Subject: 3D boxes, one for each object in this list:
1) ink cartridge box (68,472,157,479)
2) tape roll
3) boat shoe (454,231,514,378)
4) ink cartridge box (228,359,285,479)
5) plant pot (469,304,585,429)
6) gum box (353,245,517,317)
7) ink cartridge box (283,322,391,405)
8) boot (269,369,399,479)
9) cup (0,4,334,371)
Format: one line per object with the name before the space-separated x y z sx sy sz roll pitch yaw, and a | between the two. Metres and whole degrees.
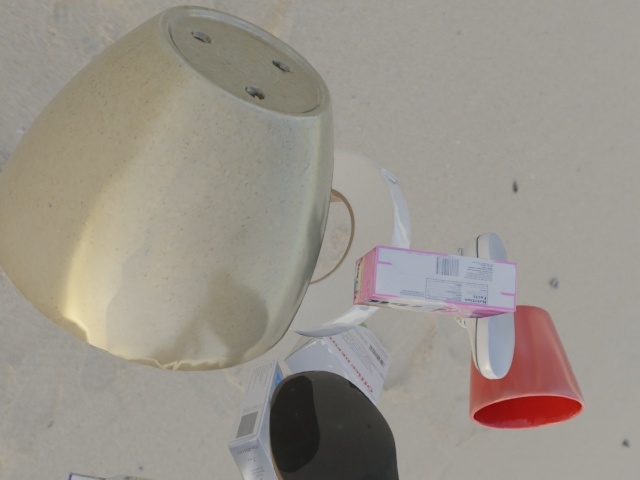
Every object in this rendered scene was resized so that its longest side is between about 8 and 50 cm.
ink cartridge box | -0.352 0.616 1.343 0.072 0.307 0.303 63 36 -81
tape roll | 0.000 0.000 1.423 0.072 0.392 0.392 28 93 -50
boat shoe | 0.263 0.110 1.157 0.095 0.084 0.258 40 46 -36
ink cartridge box | -0.083 0.416 1.376 0.066 0.296 0.261 -19 106 9
plant pot | 0.486 0.306 1.711 0.275 0.275 0.243 32 47 -42
gum box | 0.145 0.056 0.878 0.189 0.107 0.062 7 78 -8
ink cartridge box | 0.048 0.279 1.638 0.117 0.278 0.201 -38 91 18
boot | 0.024 0.240 0.605 0.112 0.305 0.115 -10 126 -16
cup | -0.116 -0.077 0.677 0.331 0.331 0.237 5 133 -38
